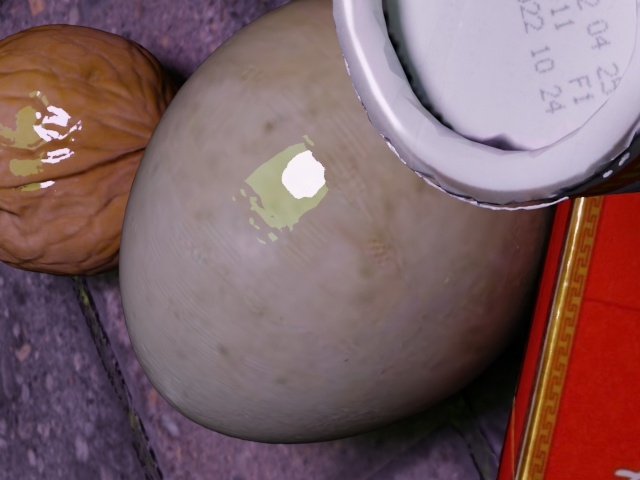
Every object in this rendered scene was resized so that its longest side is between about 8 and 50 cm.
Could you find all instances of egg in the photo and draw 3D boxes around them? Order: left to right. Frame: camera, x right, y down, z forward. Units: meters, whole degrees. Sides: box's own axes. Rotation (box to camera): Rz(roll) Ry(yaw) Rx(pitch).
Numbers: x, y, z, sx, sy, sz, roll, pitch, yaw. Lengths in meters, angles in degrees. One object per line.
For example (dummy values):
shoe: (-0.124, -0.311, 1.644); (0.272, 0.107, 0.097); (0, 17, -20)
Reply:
egg: (0.000, 0.000, 0.808); (0.295, 0.218, 0.218); (-45, 60, 36)

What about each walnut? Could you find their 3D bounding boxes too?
walnut: (-0.171, -0.060, 1.005); (0.207, 0.167, 0.167); (1, 88, 39)

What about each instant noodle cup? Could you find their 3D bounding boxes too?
instant noodle cup: (0.118, -0.093, 0.517); (0.193, 0.212, 0.193); (14, 111, 41)

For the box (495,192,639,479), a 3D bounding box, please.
box: (0.176, 0.044, 0.699); (0.074, 0.153, 0.240); (-118, 39, -83)
